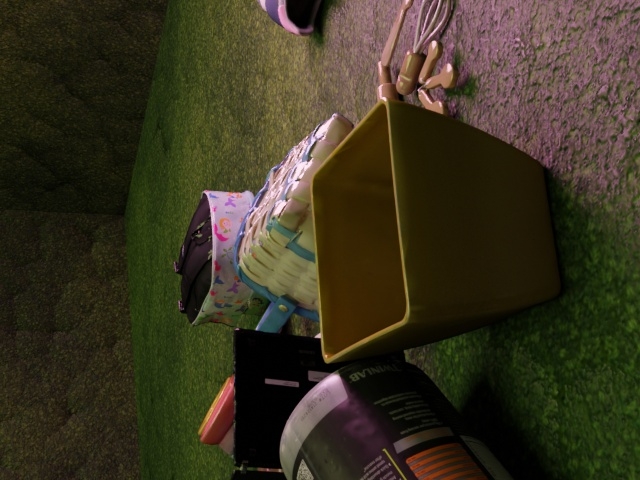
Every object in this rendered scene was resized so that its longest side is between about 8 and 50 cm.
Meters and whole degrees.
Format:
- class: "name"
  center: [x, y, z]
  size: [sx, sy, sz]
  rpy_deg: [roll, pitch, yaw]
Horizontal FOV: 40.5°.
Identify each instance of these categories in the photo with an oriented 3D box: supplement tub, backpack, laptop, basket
- class: "supplement tub"
  center: [0.103, 0.278, 0.846]
  size: [0.316, 0.193, 0.194]
  rpy_deg: [51, 136, 49]
- class: "backpack"
  center: [-0.173, 0.029, 1.657]
  size: [0.253, 0.191, 0.225]
  rpy_deg: [110, 155, -54]
- class: "laptop"
  center: [-0.015, 0.265, 1.069]
  size: [0.136, 0.234, 0.264]
  rpy_deg: [131, 142, -52]
- class: "basket"
  center: [0.000, 0.000, 1.116]
  size: [0.255, 0.201, 0.289]
  rpy_deg: [-63, 7, -26]

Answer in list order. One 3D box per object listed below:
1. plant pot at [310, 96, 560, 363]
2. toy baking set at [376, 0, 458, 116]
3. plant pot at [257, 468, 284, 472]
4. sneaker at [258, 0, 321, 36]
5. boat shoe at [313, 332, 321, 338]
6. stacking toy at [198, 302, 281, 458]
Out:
- class: "plant pot"
  center: [0.117, 0.001, 0.881]
  size: [0.212, 0.187, 0.212]
  rpy_deg: [139, 130, -63]
- class: "toy baking set"
  center: [0.124, -0.216, 1.122]
  size: [0.197, 0.030, 0.256]
  rpy_deg: [134, 134, -57]
- class: "plant pot"
  center: [-0.031, 0.347, 1.356]
  size: [0.237, 0.109, 0.238]
  rpy_deg: [-176, 90, -70]
- class: "sneaker"
  center: [-0.009, -0.489, 1.435]
  size: [0.131, 0.112, 0.319]
  rpy_deg: [54, 143, 34]
- class: "boat shoe"
  center: [0.033, 0.166, 1.283]
  size: [0.184, 0.066, 0.063]
  rpy_deg: [-44, 46, 49]
- class: "stacking toy"
  center: [-0.098, 0.264, 1.556]
  size: [0.280, 0.130, 0.309]
  rpy_deg: [-61, 4, -8]
